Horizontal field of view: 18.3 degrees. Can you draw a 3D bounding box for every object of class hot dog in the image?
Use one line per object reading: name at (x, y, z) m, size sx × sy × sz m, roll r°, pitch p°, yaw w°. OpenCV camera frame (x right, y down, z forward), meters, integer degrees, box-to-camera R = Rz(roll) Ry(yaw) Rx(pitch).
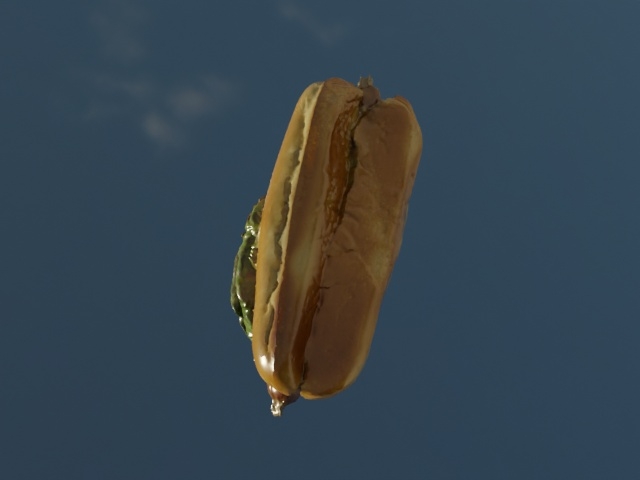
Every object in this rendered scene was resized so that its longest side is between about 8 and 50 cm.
hot dog at (0.000, 0.000, 0.728) m, size 0.056 × 0.041 × 0.133 m, roll 18°, pitch -105°, yaw -14°
